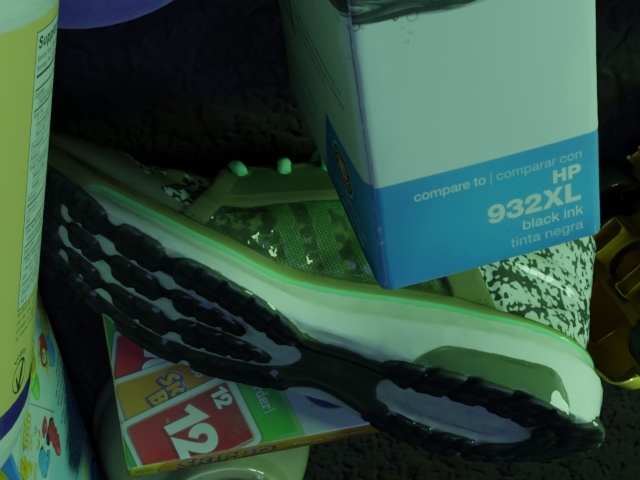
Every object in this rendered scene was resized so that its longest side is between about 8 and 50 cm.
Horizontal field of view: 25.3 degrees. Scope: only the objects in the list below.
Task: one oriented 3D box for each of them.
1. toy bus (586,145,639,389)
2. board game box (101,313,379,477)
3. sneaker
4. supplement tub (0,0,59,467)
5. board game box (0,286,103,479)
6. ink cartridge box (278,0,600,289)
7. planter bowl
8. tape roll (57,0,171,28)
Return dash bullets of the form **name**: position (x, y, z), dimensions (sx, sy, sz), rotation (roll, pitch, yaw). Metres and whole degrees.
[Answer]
- **toy bus**: position (0.287, 0.013, 0.998), dimensions (0.220, 0.149, 0.211), rotation (-45, 137, 16)
- **board game box**: position (-0.012, 0.076, 0.970), dimensions (0.259, 0.124, 0.039), rotation (-9, 161, -10)
- **sneaker**: position (0.000, 0.000, 0.916), dimensions (0.410, 0.182, 0.158), rotation (23, 150, -5)
- **supplement tub**: position (-0.240, -0.053, 0.625), dimensions (0.241, 0.241, 0.331), rotation (1, 115, -16)
- **board game box**: position (-0.242, 0.132, 0.921), dimensions (0.142, 0.144, 0.275), rotation (-6, 128, 4)
- **ink cartridge box**: position (0.045, -0.168, 0.734), dimensions (0.129, 0.223, 0.307), rotation (-14, 128, -5)
- **planter bowl**: position (-0.078, 0.160, 1.021), dimensions (0.162, 0.109, 0.162), rotation (-7, 127, -10)
- **tape roll**: position (-0.132, -0.212, 0.746), dimensions (0.189, 0.080, 0.189), rotation (-7, 127, -10)
